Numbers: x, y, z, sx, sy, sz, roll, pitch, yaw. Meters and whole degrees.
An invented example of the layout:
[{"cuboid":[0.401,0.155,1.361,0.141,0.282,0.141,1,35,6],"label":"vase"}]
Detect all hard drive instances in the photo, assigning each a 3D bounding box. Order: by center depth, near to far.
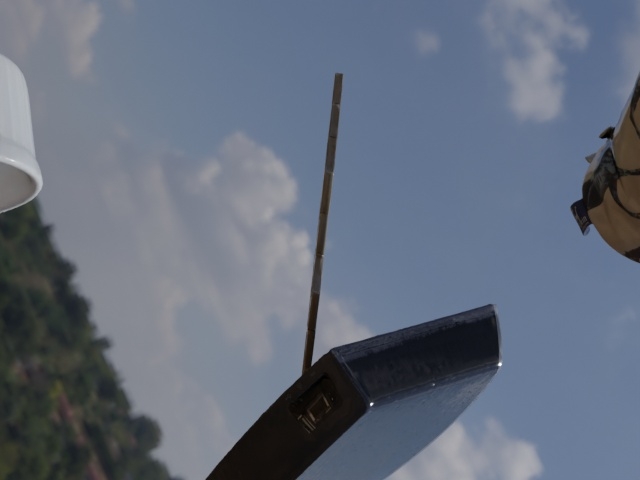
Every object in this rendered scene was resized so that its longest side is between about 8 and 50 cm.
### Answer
[{"cuboid":[0.020,0.142,1.095,0.054,0.172,0.254,62,-40,20],"label":"hard drive"}]

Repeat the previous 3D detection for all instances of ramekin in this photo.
[{"cuboid":[-0.441,-0.118,1.595,0.277,0.277,0.135,108,-21,-75],"label":"ramekin"}]

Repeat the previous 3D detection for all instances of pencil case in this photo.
[{"cuboid":[0.384,-0.149,1.481,0.183,0.160,0.410,43,-35,22],"label":"pencil case"}]

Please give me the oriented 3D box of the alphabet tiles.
[{"cuboid":[0.000,0.000,1.141,0.198,0.009,0.237,-84,180,-48],"label":"alphabet tiles"}]
